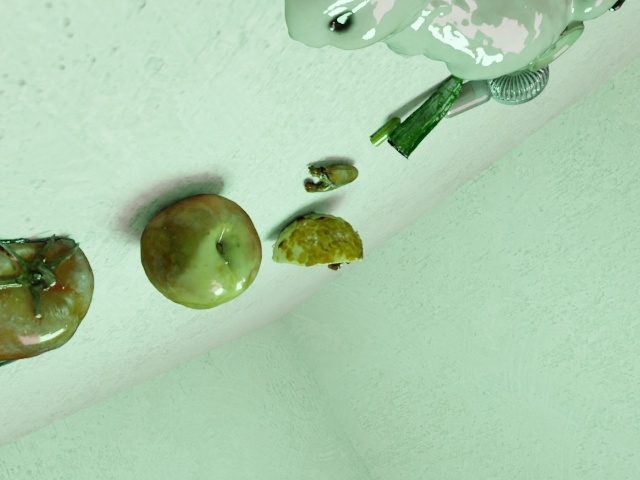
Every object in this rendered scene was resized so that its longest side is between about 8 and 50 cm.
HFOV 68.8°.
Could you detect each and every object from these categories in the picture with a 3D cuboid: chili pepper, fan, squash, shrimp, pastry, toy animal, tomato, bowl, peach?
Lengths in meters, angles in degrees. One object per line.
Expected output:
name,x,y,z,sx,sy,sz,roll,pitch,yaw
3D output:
chili pepper,0.242,-0.286,1.033,0.227,0.059,0.088,-49,156,10
fan,0.383,-0.348,1.053,0.244,0.130,0.074,-21,154,20
squash,0.151,-0.250,1.069,0.083,0.027,0.027,-37,167,31
shrimp,0.013,-0.148,1.131,0.133,0.053,0.236,-14,180,24
pastry,-0.005,-0.001,1.353,0.255,0.170,0.236,3,175,-17
toy animal,0.138,-0.283,0.516,0.357,0.194,0.257,-13,-176,-39
tomato,-0.446,0.099,0.701,0.180,0.155,0.214,-33,170,29
bowl,0.423,-0.408,0.901,0.211,0.112,0.211,-32,168,-8
peach,-0.232,0.026,0.866,0.235,0.214,0.214,-18,180,42

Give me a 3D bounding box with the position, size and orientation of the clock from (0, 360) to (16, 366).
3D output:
clock,-0.620,0.197,0.923,0.214,0.042,0.215,-30,168,-7
